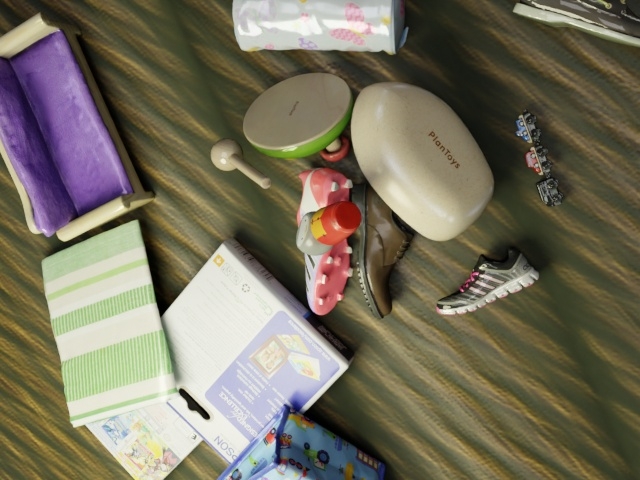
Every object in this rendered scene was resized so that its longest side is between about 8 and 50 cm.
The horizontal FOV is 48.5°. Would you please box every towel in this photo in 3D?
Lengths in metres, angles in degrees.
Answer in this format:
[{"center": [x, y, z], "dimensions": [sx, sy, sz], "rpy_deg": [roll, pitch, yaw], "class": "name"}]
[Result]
[{"center": [-0.389, 0.155, 1.293], "dimensions": [0.247, 0.038, 0.325], "rpy_deg": [-19, 80, 23], "class": "towel"}]

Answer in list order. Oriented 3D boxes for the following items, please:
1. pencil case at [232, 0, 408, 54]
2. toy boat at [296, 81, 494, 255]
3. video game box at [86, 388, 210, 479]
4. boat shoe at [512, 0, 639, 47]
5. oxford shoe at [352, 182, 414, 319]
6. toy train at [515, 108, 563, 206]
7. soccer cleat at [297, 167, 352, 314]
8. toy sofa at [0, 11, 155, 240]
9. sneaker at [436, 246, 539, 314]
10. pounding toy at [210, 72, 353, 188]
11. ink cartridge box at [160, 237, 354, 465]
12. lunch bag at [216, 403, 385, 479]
[{"center": [-0.002, -0.351, 1.118], "dimensions": [0.273, 0.114, 0.124], "rpy_deg": [4, 141, 14], "class": "pencil case"}, {"center": [0.098, -0.089, 1.077], "dimensions": [0.318, 0.148, 0.267], "rpy_deg": [-37, 94, -25], "class": "toy boat"}, {"center": [-0.329, 0.342, 1.343], "dimensions": [0.205, 0.048, 0.187], "rpy_deg": [46, 104, 5], "class": "video game box"}, {"center": [0.401, -0.334, 1.033], "dimensions": [0.227, 0.081, 0.069], "rpy_deg": [20, 107, 14], "class": "boat shoe"}, {"center": [0.107, 0.018, 1.164], "dimensions": [0.096, 0.083, 0.227], "rpy_deg": [-3, 98, 11], "class": "oxford shoe"}, {"center": [0.339, -0.128, 1.110], "dimensions": [0.036, 0.027, 0.158], "rpy_deg": [-18, 94, 27], "class": "toy train"}, {"center": [0.000, 0.000, 1.200], "dimensions": [0.095, 0.083, 0.248], "rpy_deg": [16, 109, 42], "class": "soccer cleat"}, {"center": [-0.452, -0.193, 1.230], "dimensions": [0.150, 0.177, 0.363], "rpy_deg": [-23, 91, 17], "class": "toy sofa"}, {"center": [0.258, 0.062, 1.140], "dimensions": [0.170, 0.063, 0.075], "rpy_deg": [-26, 91, 12], "class": "sneaker"}, {"center": [-0.041, -0.157, 1.154], "dimensions": [0.237, 0.110, 0.183], "rpy_deg": [-43, 47, -16], "class": "pounding toy"}, {"center": [-0.148, 0.209, 1.266], "dimensions": [0.303, 0.072, 0.307], "rpy_deg": [43, 111, 4], "class": "ink cartridge box"}, {"center": [-0.064, 0.459, 1.238], "dimensions": [0.221, 0.138, 0.293], "rpy_deg": [34, 120, -13], "class": "lunch bag"}]
